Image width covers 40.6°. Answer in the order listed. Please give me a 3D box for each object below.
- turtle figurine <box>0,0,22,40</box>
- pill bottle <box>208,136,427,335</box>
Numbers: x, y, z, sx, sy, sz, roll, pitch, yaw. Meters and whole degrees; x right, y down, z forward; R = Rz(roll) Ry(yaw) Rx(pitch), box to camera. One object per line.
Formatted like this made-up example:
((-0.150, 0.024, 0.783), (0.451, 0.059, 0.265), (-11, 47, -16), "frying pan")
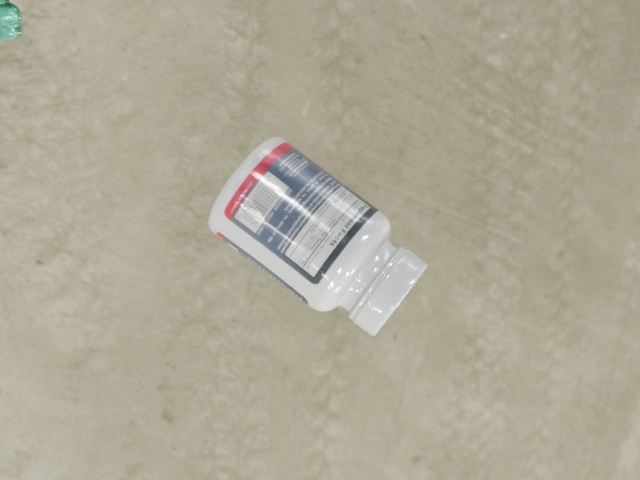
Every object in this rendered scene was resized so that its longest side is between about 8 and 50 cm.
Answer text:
((-0.266, -0.106, 0.412), (0.234, 0.118, 0.175), (-47, 140, -41), "turtle figurine")
((0.000, 0.000, 0.775), (0.180, 0.108, 0.108), (38, 71, 6), "pill bottle")
